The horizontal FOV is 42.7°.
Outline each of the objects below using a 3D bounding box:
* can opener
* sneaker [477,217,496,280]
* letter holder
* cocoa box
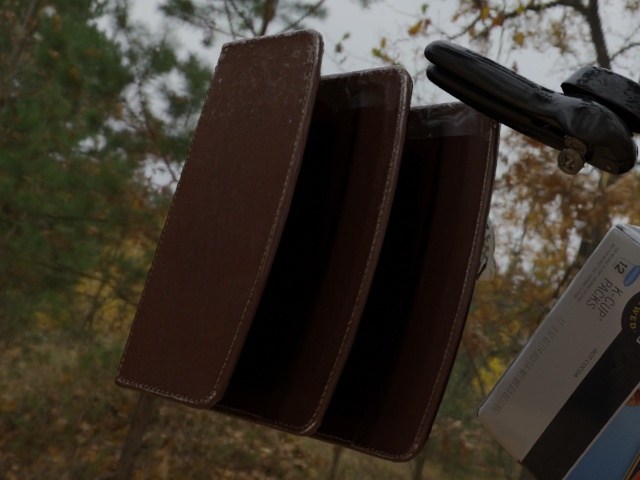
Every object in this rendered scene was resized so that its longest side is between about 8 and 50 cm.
[{"bbox_3d":[0.158,-0.103,0.621,0.186,0.073,0.059,27,-29,29],"label":"can opener"},{"bbox_3d":[0.198,0.011,1.014,0.037,0.083,0.032,-3,7,7],"label":"sneaker"},{"bbox_3d":[0.000,0.000,0.648,0.214,0.301,0.152,4,-17,43],"label":"letter holder"},{"bbox_3d":[0.370,0.149,0.765,0.347,0.231,0.228,6,32,-46],"label":"cocoa box"}]
